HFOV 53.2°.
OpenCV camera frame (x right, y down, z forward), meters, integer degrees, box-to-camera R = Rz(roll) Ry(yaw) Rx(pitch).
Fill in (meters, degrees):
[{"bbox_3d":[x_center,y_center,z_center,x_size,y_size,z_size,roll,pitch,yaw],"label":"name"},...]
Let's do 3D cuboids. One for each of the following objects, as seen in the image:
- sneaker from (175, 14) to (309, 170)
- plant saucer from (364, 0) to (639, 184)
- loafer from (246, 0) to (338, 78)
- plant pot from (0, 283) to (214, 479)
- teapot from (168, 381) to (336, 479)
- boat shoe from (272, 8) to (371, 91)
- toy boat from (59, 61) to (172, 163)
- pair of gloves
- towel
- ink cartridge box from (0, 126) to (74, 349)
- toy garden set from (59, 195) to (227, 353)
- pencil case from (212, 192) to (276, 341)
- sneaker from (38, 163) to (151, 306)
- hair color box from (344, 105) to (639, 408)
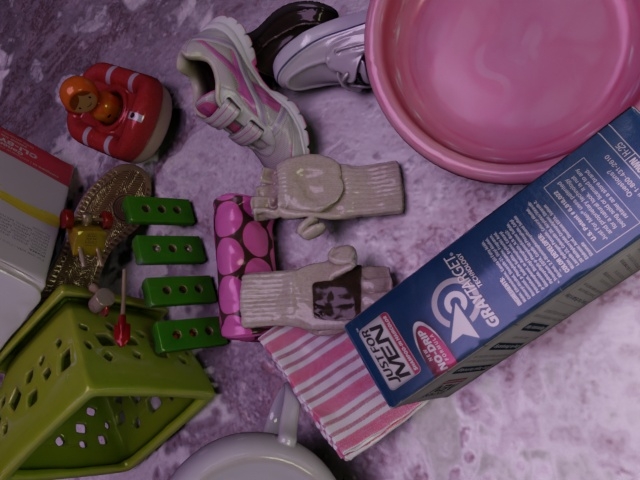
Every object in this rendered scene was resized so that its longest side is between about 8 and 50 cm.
[{"bbox_3d":[-0.115,-0.180,0.886,0.252,0.111,0.103,55,141,-3],"label":"sneaker"},{"bbox_3d":[0.218,-0.225,0.715,0.332,0.084,0.332,0,88,15],"label":"plant saucer"},{"bbox_3d":[-0.061,-0.275,0.937,0.220,0.080,0.078,-17,78,38],"label":"loafer"},{"bbox_3d":[-0.331,0.199,0.936,0.227,0.228,0.207,-43,56,18],"label":"plant pot"},{"bbox_3d":[-0.088,0.345,0.788,0.256,0.187,0.253,-25,90,-12],"label":"teapot"},{"bbox_3d":[0.050,-0.244,0.849,0.258,0.095,0.084,-18,69,29],"label":"boat shoe"},{"bbox_3d":[-0.359,-0.223,1.056,0.231,0.151,0.151,22,93,32],"label":"toy boat"},{"bbox_3d":[0.000,0.000,0.820,0.204,0.042,0.240,4,74,11],"label":"pair of gloves"},{"bbox_3d":[0.030,0.153,0.796,0.144,0.029,0.197,-33,63,-13],"label":"towel"},{"bbox_3d":[-0.556,0.023,1.029,0.279,0.160,0.385,-48,31,15],"label":"ink cartridge box"},{"bbox_3d":[-0.262,0.052,0.930,0.049,0.203,0.244,-37,63,41],"label":"toy garden set"},{"bbox_3d":[-0.098,0.038,0.896,0.095,0.098,0.209,138,128,-70],"label":"pencil case"},{"bbox_3d":[-0.393,-0.001,1.071,0.153,0.099,0.282,-2,59,57],"label":"sneaker"},{"bbox_3d":[0.211,0.035,0.660,0.347,0.174,0.105,-40,64,19],"label":"hair color box"}]
